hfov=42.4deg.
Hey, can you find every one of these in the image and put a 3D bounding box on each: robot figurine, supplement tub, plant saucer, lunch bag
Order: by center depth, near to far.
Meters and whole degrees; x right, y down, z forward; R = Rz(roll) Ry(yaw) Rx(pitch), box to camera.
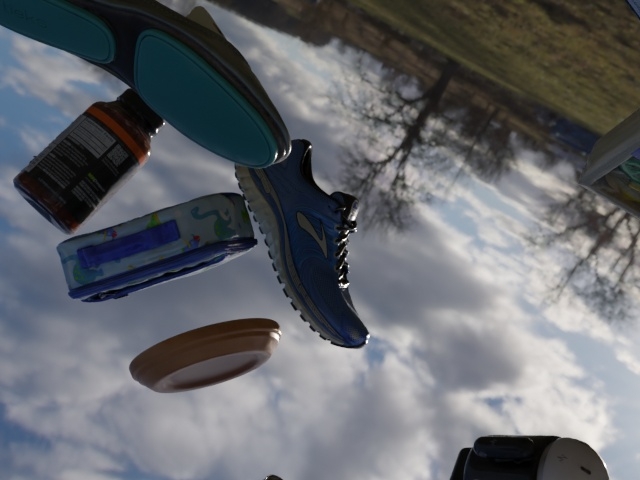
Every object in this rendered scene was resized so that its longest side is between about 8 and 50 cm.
[{"bbox_3d":[-0.199,0.009,1.016,0.176,0.218,0.090,-6,-102,-79],"label":"lunch bag"},{"bbox_3d":[-0.143,0.153,1.060,0.200,0.200,0.037,7,-122,-53],"label":"plant saucer"},{"bbox_3d":[-0.296,-0.108,1.082,0.106,0.198,0.106,38,163,14],"label":"supplement tub"},{"bbox_3d":[0.364,0.424,1.443,0.278,0.174,0.209,-12,167,43],"label":"robot figurine"}]

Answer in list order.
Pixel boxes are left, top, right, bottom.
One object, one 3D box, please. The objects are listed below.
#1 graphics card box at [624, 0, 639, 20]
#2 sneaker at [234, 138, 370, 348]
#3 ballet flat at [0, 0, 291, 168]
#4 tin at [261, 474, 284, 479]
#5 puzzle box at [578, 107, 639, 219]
[{"bbox_3d":[0.463,-0.390,1.047,0.232,0.094,0.371,-12,-122,-19],"label":"graphics card box"},{"bbox_3d":[0.000,0.000,1.192,0.130,0.147,0.330,15,-130,-83],"label":"sneaker"},{"bbox_3d":[-0.099,-0.120,0.475,0.213,0.072,0.068,30,-125,1],"label":"ballet flat"},{"bbox_3d":[-0.038,0.425,1.174,0.190,0.040,0.106,57,-171,3],"label":"tin"},{"bbox_3d":[0.434,-0.003,0.618,0.408,0.052,0.272,30,162,0],"label":"puzzle box"}]
